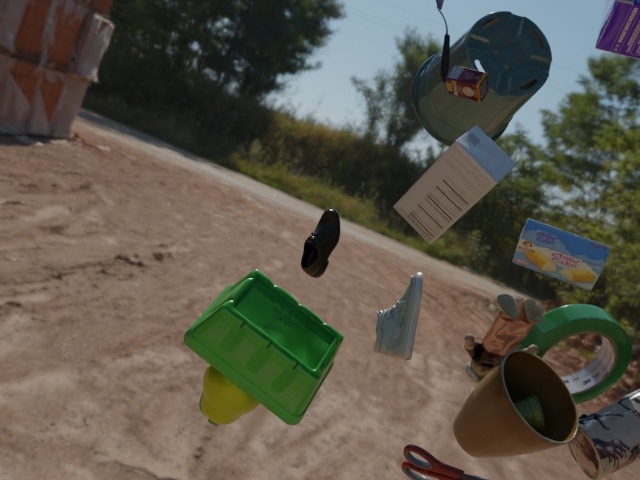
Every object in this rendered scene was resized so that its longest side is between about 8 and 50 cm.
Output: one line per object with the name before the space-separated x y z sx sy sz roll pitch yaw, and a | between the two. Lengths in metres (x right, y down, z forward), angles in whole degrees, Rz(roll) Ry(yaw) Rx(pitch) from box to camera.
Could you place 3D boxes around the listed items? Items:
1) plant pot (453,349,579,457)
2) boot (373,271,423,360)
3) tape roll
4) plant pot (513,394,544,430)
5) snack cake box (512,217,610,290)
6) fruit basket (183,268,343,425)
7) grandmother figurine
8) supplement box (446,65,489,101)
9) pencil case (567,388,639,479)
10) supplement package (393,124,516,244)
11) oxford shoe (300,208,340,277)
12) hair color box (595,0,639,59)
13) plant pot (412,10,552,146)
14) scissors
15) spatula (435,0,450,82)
plant pot | 0.455 0.434 1.523 0.237 0.254 0.237 22 44 -23
boot | 0.222 0.208 1.766 0.123 0.258 0.095 10 -16 11
tape roll | 0.714 0.332 1.750 0.321 0.321 0.077 19 25 -17
plant pot | 0.471 0.411 1.442 0.079 0.083 0.083 -8 7 -2
snack cake box | 0.772 0.046 1.980 0.264 0.089 0.152 22 -27 20
fruit basket | -0.171 0.313 1.595 0.392 0.392 0.283 22 41 14
grandmother figurine | 0.483 0.283 1.656 0.207 0.342 0.104 18 46 1
supplement box | 0.332 -0.353 1.381 0.083 0.043 0.055 24 -21 32
pencil case | 0.883 0.501 1.713 0.410 0.160 0.183 -23 37 -9
supplement package | 0.313 -0.129 1.451 0.134 0.244 0.139 47 42 6
oxford shoe | 0.000 0.000 1.922 0.082 0.227 0.096 10 -13 32
hair color box | 0.660 -0.374 1.027 0.338 0.185 0.110 19 -31 10
plant pot | 0.486 -0.479 1.811 0.341 0.341 0.334 20 -11 -7
scissors | 0.293 0.478 1.217 0.297 0.109 0.021 8 35 32
spatula | 0.327 -0.567 1.626 0.030 0.297 0.084 -3 -2 21
